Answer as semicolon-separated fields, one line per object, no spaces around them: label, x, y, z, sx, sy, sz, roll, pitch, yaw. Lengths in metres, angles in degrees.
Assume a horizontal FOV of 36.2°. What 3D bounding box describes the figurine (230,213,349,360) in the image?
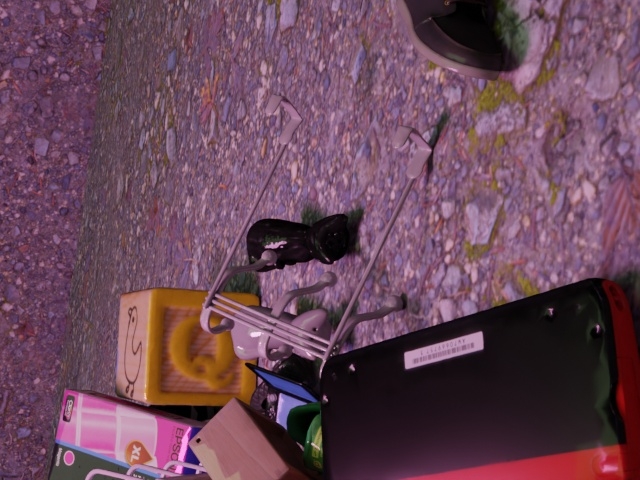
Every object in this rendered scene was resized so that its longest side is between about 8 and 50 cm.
figurine;-0.035;0.068;1.375;0.209;0.092;0.214;-8;70;59

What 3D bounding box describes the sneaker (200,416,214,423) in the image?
sneaker;-0.203;0.429;1.647;0.295;0.124;0.178;131;147;-50

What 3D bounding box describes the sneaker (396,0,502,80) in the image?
sneaker;0.150;-0.268;1.068;0.222;0.083;0.118;-114;38;-48

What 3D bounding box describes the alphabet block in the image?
alphabet block;-0.227;0.181;1.655;0.197;0.193;0.192;166;106;-64

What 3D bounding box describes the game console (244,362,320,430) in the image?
game console;-0.048;0.231;1.355;0.122;0.071;0.107;14;99;40

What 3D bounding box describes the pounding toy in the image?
pounding toy;-0.039;0.314;1.176;0.094;0.181;0.206;-45;51;0

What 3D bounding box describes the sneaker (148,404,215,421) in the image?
sneaker;-0.260;0.282;1.786;0.079;0.121;0.217;-54;39;46

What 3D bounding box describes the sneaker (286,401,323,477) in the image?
sneaker;0.046;0.257;1.135;0.295;0.123;0.109;11;95;64

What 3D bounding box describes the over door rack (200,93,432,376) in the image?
over door rack;0.000;0.000;1.233;0.239;0.108;0.324;18;90;38

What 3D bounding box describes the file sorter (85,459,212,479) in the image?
file sorter;-0.164;0.397;1.321;0.173;0.278;0.192;0;84;42

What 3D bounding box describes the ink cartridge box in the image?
ink cartridge box;-0.277;0.359;1.556;0.371;0.069;0.175;8;86;31

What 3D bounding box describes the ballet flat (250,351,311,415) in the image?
ballet flat;-0.064;0.225;1.460;0.049;0.057;0.173;52;143;16

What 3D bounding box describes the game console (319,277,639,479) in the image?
game console;0.142;0.242;0.916;0.386;0.060;0.342;-23;60;44
